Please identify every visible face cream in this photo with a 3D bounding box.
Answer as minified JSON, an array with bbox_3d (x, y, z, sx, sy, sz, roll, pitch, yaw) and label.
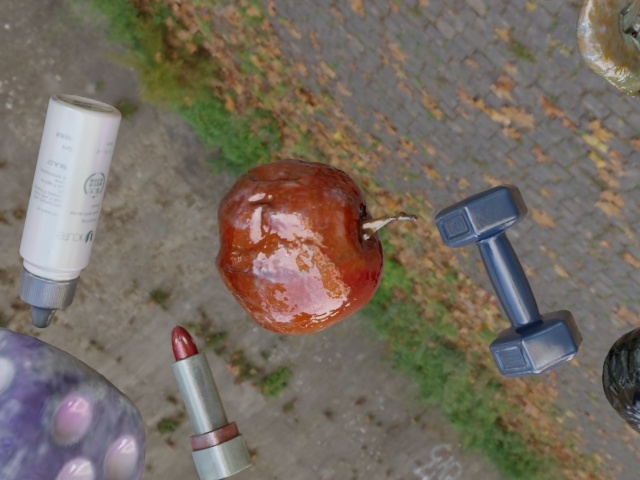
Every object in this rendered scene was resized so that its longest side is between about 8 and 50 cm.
[{"bbox_3d":[-0.335,-0.028,1.009,0.092,0.311,0.092,16,-166,-4],"label":"face cream"}]

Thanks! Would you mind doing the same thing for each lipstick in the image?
[{"bbox_3d":[-0.141,0.190,0.938,0.057,0.063,0.186,-13,-98,-49],"label":"lipstick"}]

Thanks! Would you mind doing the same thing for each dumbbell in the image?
[{"bbox_3d":[0.320,0.068,1.323,0.156,0.143,0.316,-18,-95,-64],"label":"dumbbell"}]

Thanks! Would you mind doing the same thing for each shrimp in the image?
[{"bbox_3d":[0.542,-0.351,1.364,0.317,0.168,0.077,19,-176,-43],"label":"shrimp"}]

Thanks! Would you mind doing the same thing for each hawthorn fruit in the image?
[{"bbox_3d":[0.000,0.000,1.041,0.271,0.242,0.242,-8,143,27],"label":"hawthorn fruit"}]

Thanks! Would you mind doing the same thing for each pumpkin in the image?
[{"bbox_3d":[0.549,0.218,1.192,0.220,0.162,0.220,13,147,8],"label":"pumpkin"}]

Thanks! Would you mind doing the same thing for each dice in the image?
[{"bbox_3d":[-0.422,0.293,1.043,0.270,0.271,0.270,5,144,30],"label":"dice"}]
